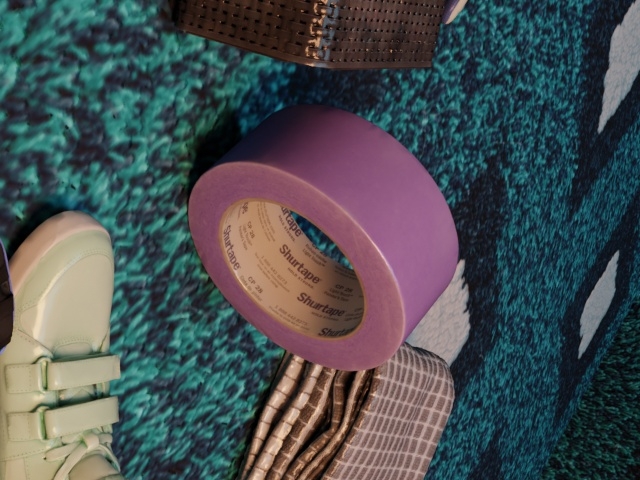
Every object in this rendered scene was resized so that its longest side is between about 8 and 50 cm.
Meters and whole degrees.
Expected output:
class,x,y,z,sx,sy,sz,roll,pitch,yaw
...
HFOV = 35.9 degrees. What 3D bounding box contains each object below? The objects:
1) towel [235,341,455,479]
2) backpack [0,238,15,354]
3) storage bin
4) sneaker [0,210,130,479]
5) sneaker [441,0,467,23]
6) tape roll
class,x,y,z,sx,sy,sz,roll,pitch,yaw
towel,0.022,0.225,1.004,0.235,0.121,0.283,30,83,-62
backpack,-0.212,0.029,0.472,0.114,0.084,0.105,-29,134,-44
storage bin,0.001,-0.171,0.676,0.180,0.122,0.084,-15,122,-58
sneaker,-0.135,0.118,0.606,0.094,0.151,0.255,-5,112,-59
sneaker,0.087,-0.276,0.774,0.131,0.112,0.296,-65,152,-7
tape roll,0.000,0.000,0.726,0.080,0.189,0.189,-47,146,-37
